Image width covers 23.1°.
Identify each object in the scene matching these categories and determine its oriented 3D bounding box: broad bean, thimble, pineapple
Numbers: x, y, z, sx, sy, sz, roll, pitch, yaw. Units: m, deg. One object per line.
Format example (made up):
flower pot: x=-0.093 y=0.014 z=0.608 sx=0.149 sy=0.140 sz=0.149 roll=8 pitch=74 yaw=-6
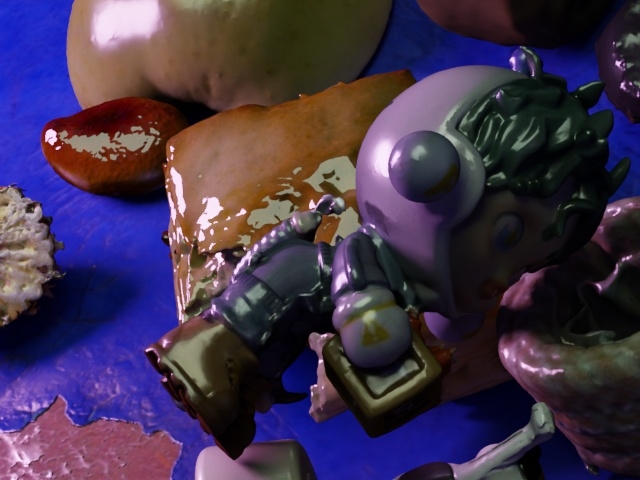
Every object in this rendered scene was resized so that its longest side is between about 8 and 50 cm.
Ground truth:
broad bean: x=-0.214 y=-0.100 z=1.680 sx=0.165 sy=0.084 sz=0.114 roll=-12 pitch=76 yaw=10
thimble: x=0.258 y=0.073 z=1.201 sx=0.229 sy=0.148 sz=0.196 roll=-15 pitch=39 yaw=43
pineapple: x=-0.350 y=0.023 z=1.601 sx=0.176 sy=0.137 sz=0.161 roll=-24 pitch=84 yaw=-8

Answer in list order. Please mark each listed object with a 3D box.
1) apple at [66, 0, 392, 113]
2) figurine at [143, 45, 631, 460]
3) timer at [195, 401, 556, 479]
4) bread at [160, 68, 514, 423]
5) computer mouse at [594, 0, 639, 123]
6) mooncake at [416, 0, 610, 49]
apple: x=-0.108 y=-0.272 z=1.813 sx=0.320 sy=0.311 sz=0.360 roll=28 pitch=51 yaw=-11
figurine: x=0.060 y=0.011 z=1.140 sx=0.382 sy=0.261 sz=0.186 roll=-40 pitch=77 yaw=-11
timer: x=0.056 y=0.209 z=1.178 sx=0.266 sy=0.175 sz=0.175 roll=-15 pitch=42 yaw=3
bread: x=0.000 y=0.000 z=1.403 sx=0.314 sy=0.191 sz=0.370 roll=-18 pitch=43 yaw=4
computer mouse: x=0.405 y=-0.219 z=1.505 sx=0.323 sy=0.116 sz=0.183 roll=-44 pitch=48 yaw=-11
mooncake: x=0.206 y=-0.338 z=1.590 sx=0.155 sy=0.284 sz=0.284 roll=13 pitch=53 yaw=34
